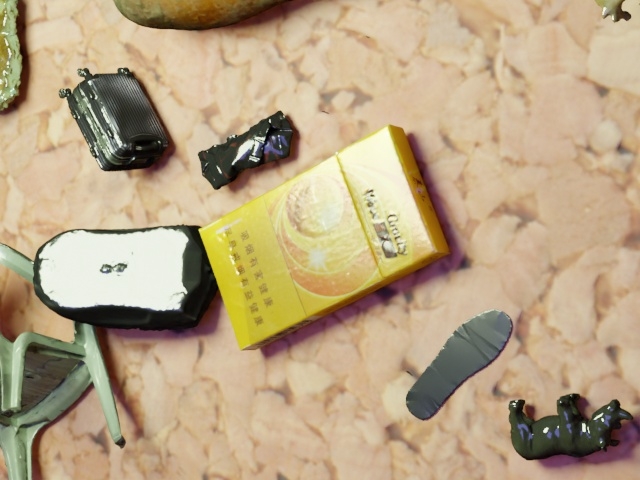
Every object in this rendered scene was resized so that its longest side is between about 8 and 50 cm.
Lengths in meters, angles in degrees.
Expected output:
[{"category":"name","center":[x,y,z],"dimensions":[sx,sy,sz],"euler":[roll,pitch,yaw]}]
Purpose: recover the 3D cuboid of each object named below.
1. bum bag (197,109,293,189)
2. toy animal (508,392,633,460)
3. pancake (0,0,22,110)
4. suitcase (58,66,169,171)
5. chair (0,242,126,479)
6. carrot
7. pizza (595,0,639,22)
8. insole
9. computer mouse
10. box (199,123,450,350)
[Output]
[{"category":"bum bag","center":[-0.083,-0.099,1.898],"dimensions":[0.124,0.034,0.057],"euler":[-25,67,27]},{"category":"toy animal","center":[0.248,0.184,1.684],"dimensions":[0.136,0.047,0.065],"euler":[-11,88,28]},{"category":"pancake","center":[-0.437,-0.219,2.107],"dimensions":[0.197,0.054,0.376],"euler":[35,107,29]},{"category":"suitcase","center":[-0.236,-0.139,1.962],"dimensions":[0.059,0.086,0.126],"euler":[-43,67,38]},{"category":"chair","center":[-0.367,0.153,1.975],"dimensions":[0.203,0.190,0.274],"euler":[-42,40,21]},{"category":"carrot","center":[-0.089,-0.304,1.856],"dimensions":[0.302,0.139,0.138],"euler":[-5,85,29]},{"category":"pizza","center":[0.268,-0.350,1.636],"dimensions":[0.189,0.071,0.296],"euler":[174,97,-65]},{"category":"insole","center":[0.143,0.129,1.773],"dimensions":[0.053,0.002,0.152],"euler":[47,110,23]},{"category":"computer mouse","center":[-0.220,0.042,1.943],"dimensions":[0.217,0.073,0.122],"euler":[0,76,15]},{"category":"box","center":[0.000,0.000,1.839],"dimensions":[0.269,0.043,0.152],"euler":[-27,75,27]}]
